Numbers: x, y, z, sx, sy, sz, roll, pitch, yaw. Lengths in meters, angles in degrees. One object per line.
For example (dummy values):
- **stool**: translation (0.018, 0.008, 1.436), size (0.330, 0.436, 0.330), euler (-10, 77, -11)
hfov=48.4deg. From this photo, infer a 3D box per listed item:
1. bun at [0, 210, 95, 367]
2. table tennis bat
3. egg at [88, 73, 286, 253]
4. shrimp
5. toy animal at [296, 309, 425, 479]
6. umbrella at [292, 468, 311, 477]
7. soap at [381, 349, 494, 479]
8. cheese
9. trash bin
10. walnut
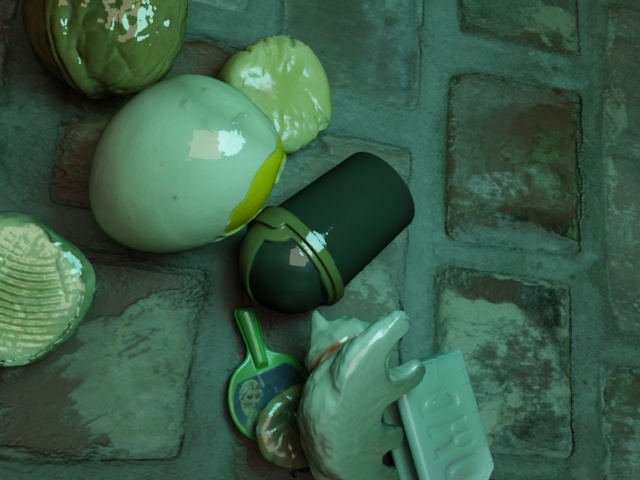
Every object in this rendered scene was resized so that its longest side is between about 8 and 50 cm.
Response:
- **bun**: translation (-0.506, 0.079, 1.160), size (0.260, 0.152, 0.259), euler (0, 91, -12)
- **table tennis bat**: translation (-0.105, 0.243, 1.302), size (0.161, 0.039, 0.257), euler (-16, 86, -23)
- **egg**: translation (-0.236, -0.122, 1.205), size (0.345, 0.283, 0.283), euler (-35, 90, 6)
- **shrimp**: translation (-0.003, 0.326, 1.294), size (0.254, 0.059, 0.145), euler (-10, 80, -27)
- **toy animal**: translation (0.046, 0.281, 1.228), size (0.266, 0.188, 0.307), euler (-47, 133, -24)
- **umbrella**: translation (0.021, 0.422, 1.310), size (0.149, 0.022, 0.022), euler (-3, 122, -16)
- **soap**: translation (0.216, 0.364, 1.318), size (0.173, 0.095, 0.289), euler (-11, 82, -32)
- **cheese**: translation (-0.082, -0.279, 1.374), size (0.214, 0.117, 0.226), euler (-32, 94, -23)
- **trash bin**: translation (0.000, 0.000, 1.289), size (0.334, 0.214, 0.214), euler (-37, 91, -25)
- **walnut**: translation (-0.373, -0.401, 1.239), size (0.277, 0.252, 0.312), euler (12, 86, -13)
